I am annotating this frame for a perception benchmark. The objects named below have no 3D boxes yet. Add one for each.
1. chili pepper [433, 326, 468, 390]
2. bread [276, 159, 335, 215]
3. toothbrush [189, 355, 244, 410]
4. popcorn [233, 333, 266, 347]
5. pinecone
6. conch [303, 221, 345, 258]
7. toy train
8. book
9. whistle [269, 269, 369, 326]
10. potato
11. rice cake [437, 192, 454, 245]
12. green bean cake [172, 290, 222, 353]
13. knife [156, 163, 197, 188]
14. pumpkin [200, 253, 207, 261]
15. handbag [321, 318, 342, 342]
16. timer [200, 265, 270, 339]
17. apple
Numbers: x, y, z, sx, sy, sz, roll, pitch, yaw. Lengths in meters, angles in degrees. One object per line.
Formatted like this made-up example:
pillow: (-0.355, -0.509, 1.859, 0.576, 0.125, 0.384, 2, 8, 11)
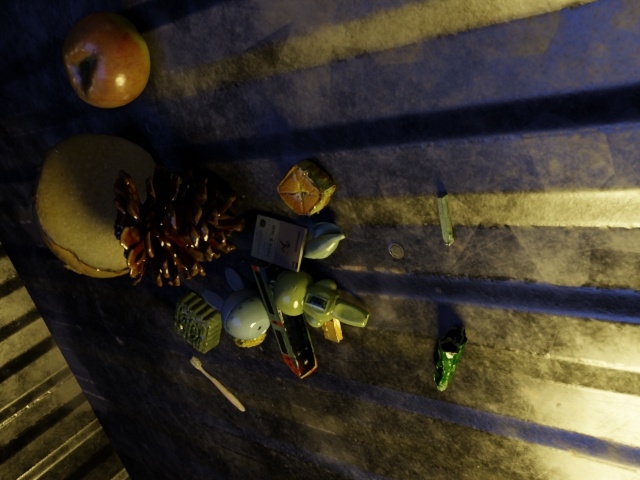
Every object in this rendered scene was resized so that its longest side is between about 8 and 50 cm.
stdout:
chili pepper: (0.319, 0.312, 1.532, 0.059, 0.088, 0.226, 31, 144, 28)
bread: (-0.036, -0.128, 1.537, 0.128, 0.069, 0.140, 46, 136, 6)
toothbrush: (-0.410, 0.568, 2.426, 0.307, 0.025, 0.029, 40, 130, 15)
popcorn: (-0.240, 0.298, 2.010, 0.121, 0.106, 0.116, 37, 147, 18)
pinecone: (-0.400, -0.054, 1.735, 0.385, 0.384, 0.384, 24, 132, 29)
conch: (0.006, 0.004, 1.609, 0.065, 0.088, 0.180, 20, 144, -31)
toy train: (-0.106, 0.232, 1.849, 0.089, 0.086, 0.409, 10, 125, 44)
book: (-0.120, 0.005, 1.713, 0.182, 0.014, 0.127, 18, 101, 35)
whistle: (-0.008, 0.169, 1.705, 0.294, 0.141, 0.141, 21, 134, 6)
potato: (-0.722, -0.095, 1.958, 0.319, 0.386, 0.441, -18, 75, 61)
rice cake: (0.275, -0.045, 1.340, 0.022, 0.022, 0.121, 15, 127, 46)
green bean cake: (-0.451, 0.297, 2.224, 0.183, 0.094, 0.184, 37, 133, 19)
knife: (-0.453, -0.188, 1.927, 0.212, 0.015, 0.054, 25, 133, 28)
pumpkin: (-0.411, 0.030, 2.017, 0.083, 0.054, 0.074, 4, 126, 17)
handbag: (0.030, 0.257, 1.785, 0.061, 0.027, 0.083, 11, 126, 38)
timer: (-0.251, 0.212, 1.922, 0.255, 0.175, 0.175, 34, 142, 55)
apple: (-0.591, -0.497, 1.697, 0.261, 0.194, 0.260, 22, 130, 28)
